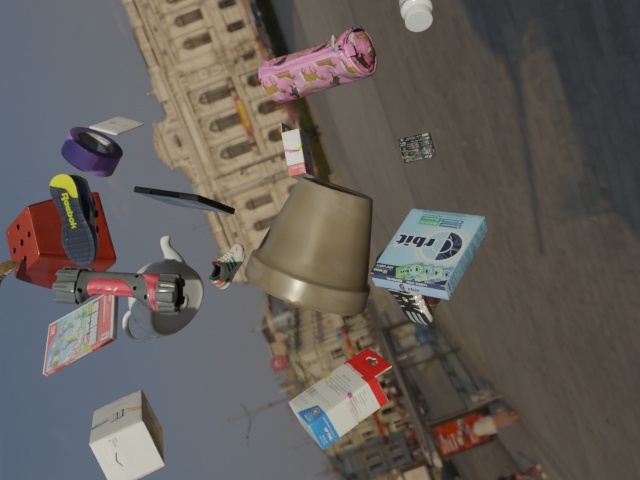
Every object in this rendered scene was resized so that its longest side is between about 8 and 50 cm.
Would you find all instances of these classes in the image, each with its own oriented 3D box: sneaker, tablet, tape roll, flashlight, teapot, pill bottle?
[{"bbox_3d":[-0.974,0.110,2.006,0.042,0.118,0.067,38,138,8],"label":"sneaker"},{"bbox_3d":[-0.345,-0.195,1.116,0.083,0.054,0.006,-49,-28,-62],"label":"tablet"},{"bbox_3d":[-0.783,-0.304,2.260,0.189,0.080,0.189,28,-158,-13],"label":"tape roll"},{"bbox_3d":[-0.485,0.123,1.583,0.103,0.304,0.103,-66,-23,-80],"label":"flashlight"},{"bbox_3d":[-0.361,-0.033,0.995,0.059,0.053,0.144,-68,-27,-74],"label":"sneaker"},{"bbox_3d":[-0.295,0.070,2.058,0.075,0.057,0.161,43,-117,-41],"label":"sneaker"},{"bbox_3d":[-0.500,0.163,2.027,0.187,0.256,0.252,27,140,30],"label":"teapot"},{"bbox_3d":[0.246,0.078,1.706,0.106,0.162,0.281,13,146,40],"label":"sneaker"},{"bbox_3d":[0.228,-0.572,1.581,0.078,0.078,0.137,68,-165,-58],"label":"pill bottle"}]

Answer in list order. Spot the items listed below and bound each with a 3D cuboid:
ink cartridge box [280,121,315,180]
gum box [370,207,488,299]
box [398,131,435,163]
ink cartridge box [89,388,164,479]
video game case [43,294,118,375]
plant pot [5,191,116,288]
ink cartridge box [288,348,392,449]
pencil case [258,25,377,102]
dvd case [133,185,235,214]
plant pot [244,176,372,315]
[{"bbox_3d":[-0.080,-0.318,2.309,0.115,0.067,0.198,10,-111,-74],"label":"ink cartridge box"},{"bbox_3d":[0.205,0.020,1.238,0.184,0.157,0.041,-53,-45,-33],"label":"gum box"},{"bbox_3d":[0.248,-0.238,1.694,0.018,0.083,0.067,-78,-29,-50],"label":"box"},{"bbox_3d":[-0.594,0.608,2.035,0.233,0.168,0.171,-142,30,-71],"label":"ink cartridge box"},{"bbox_3d":[-0.777,0.297,2.141,0.025,0.285,0.204,48,-161,-43],"label":"video game case"},{"bbox_3d":[-0.869,0.008,2.163,0.236,0.267,0.267,1,-118,-49],"label":"plant pot"},{"bbox_3d":[0.058,0.357,1.510,0.078,0.231,0.134,63,165,-20],"label":"ink cartridge box"},{"bbox_3d":[-0.015,-0.538,2.046,0.167,0.386,0.160,53,-131,-31],"label":"pencil case"},{"bbox_3d":[-0.407,-0.121,1.973,0.180,0.253,0.022,22,-100,-59],"label":"dvd case"},{"bbox_3d":[0.000,0.000,1.650,0.323,0.323,0.280,-106,32,-78],"label":"plant pot"}]
